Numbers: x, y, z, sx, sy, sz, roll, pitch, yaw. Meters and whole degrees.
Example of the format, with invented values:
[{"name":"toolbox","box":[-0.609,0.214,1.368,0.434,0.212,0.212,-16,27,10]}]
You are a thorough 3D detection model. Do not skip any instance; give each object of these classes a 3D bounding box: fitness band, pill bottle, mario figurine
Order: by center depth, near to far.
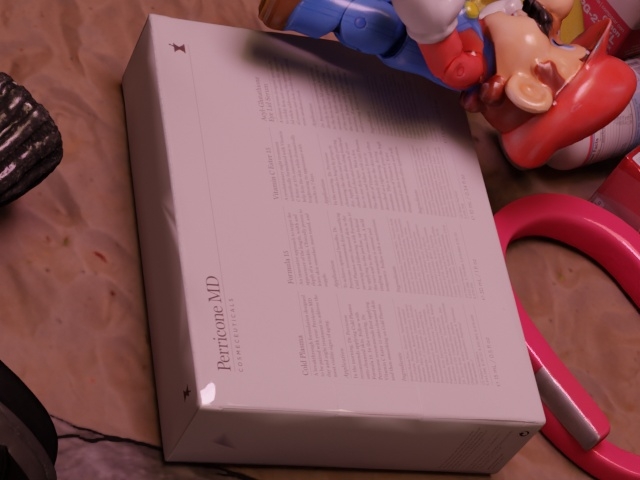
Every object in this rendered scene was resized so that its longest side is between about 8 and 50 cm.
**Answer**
[{"name":"mario figurine","box":[0.119,-0.191,1.375,0.321,0.170,0.198,21,46,-8]},{"name":"fitness band","box":[0.245,0.087,1.428,0.209,0.054,0.291,-21,67,-38]},{"name":"pill bottle","box":[0.250,-0.115,1.547,0.160,0.087,0.087,-15,63,-22]}]

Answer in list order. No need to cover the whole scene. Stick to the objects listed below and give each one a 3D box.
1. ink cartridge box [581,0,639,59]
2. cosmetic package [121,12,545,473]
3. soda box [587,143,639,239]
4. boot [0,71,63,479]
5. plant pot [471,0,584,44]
[{"name":"ink cartridge box","box":[0.373,-0.303,1.651,0.172,0.237,0.100,-20,66,-35]},{"name":"cosmetic package","box":[0.000,0.000,1.342,0.284,0.097,0.377,7,52,-24]},{"name":"soda box","box":[0.369,0.024,1.501,0.263,0.092,0.083,47,49,13]},{"name":"boot","box":[-0.261,0.015,1.184,0.348,0.131,0.260,40,49,8]},{"name":"plant pot","box":[0.199,-0.199,1.579,0.134,0.134,0.095,-42,106,-41]}]
